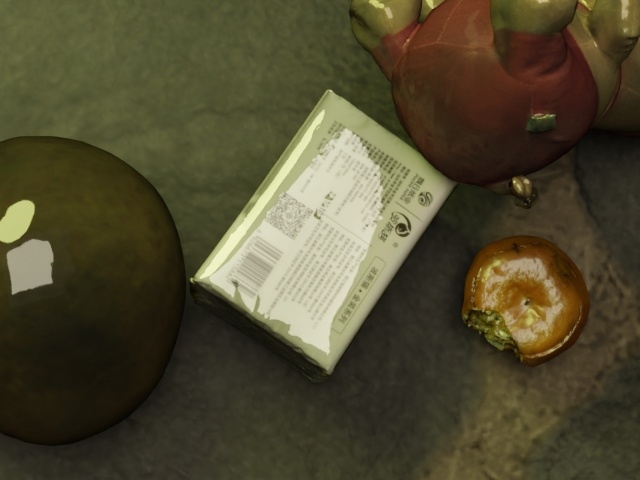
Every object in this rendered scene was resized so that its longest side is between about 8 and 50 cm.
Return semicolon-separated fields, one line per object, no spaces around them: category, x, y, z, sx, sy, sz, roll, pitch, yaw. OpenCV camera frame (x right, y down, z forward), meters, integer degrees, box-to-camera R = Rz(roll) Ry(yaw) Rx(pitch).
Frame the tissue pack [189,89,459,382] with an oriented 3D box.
tissue pack;0.000;0.000;0.880;0.106;0.099;0.149;35;78;0

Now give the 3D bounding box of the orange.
orange;0.135;0.037;0.903;0.086;0.062;0.086;0;93;4

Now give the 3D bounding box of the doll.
doll;0.156;-0.129;0.869;0.255;0.152;0.196;-14;46;-39

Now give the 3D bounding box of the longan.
longan;-0.165;0.030;0.838;0.167;0.167;0.187;-10;105;-6
